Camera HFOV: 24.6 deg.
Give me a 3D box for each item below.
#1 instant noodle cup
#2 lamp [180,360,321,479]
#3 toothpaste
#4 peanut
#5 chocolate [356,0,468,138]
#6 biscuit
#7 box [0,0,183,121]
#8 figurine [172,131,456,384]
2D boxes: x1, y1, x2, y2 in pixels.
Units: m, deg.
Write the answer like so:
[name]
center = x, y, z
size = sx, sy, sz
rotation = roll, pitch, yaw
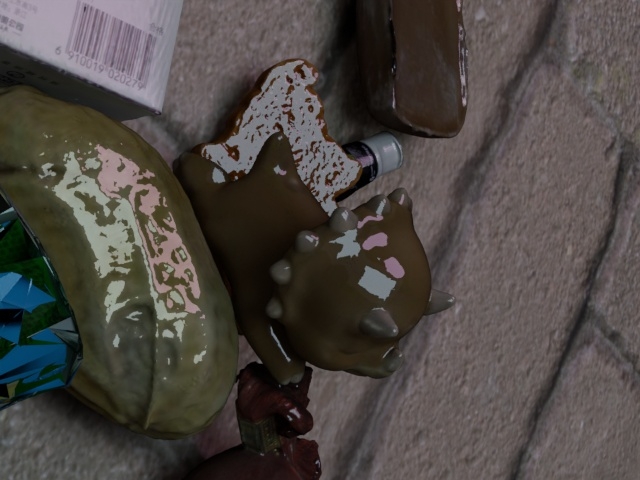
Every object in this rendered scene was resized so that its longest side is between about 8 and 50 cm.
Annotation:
[instant noodle cup]
center = -0.318, 0.057, 1.097
size = 0.178, 0.240, 0.240
rotation = -35, 110, -31
[lamp]
center = -0.074, 0.244, 1.349
size = 0.215, 0.151, 0.223
rotation = 91, 0, -52
[toothpaste]
center = 0.002, -0.061, 1.527
size = 0.193, 0.045, 0.071
rotation = -23, 99, -35
[peanut]
center = -0.183, 0.020, 1.268
size = 0.174, 0.158, 0.340
rotation = -22, 97, -17
[chocolate]
center = 0.088, -0.232, 1.595
size = 0.161, 0.083, 0.261
rotation = 14, 73, -51
[biscuit]
center = -0.049, -0.044, 1.457
size = 0.183, 0.043, 0.280
rotation = 12, 89, -25
[box]
center = -0.245, -0.231, 1.255
size = 0.260, 0.111, 0.194
rotation = 22, 71, -38
[figurine]
center = 0.004, 0.004, 1.310
size = 0.177, 0.173, 0.247
rotation = 7, 54, -43
